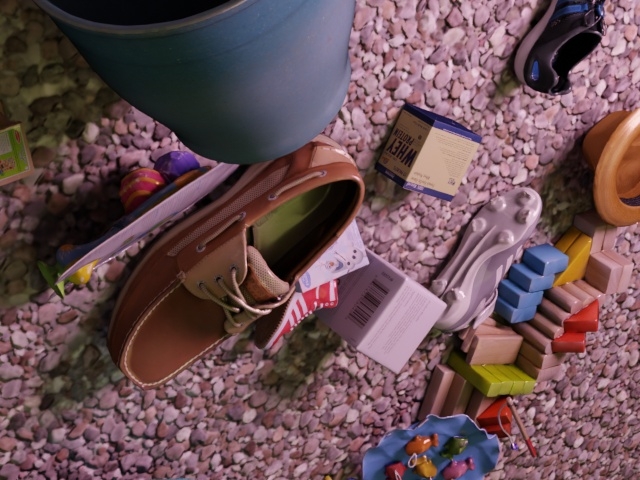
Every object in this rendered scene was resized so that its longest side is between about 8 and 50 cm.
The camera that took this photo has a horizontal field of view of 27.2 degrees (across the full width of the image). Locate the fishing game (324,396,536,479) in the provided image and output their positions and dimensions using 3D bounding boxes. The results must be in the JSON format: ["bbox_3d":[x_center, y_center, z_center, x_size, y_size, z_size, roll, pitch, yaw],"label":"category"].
[{"bbox_3d":[0.144,0.290,1.688,0.264,0.041,0.189,-22,134,6],"label":"fishing game"}]

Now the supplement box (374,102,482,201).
[{"bbox_3d":[0.121,-0.098,1.484,0.083,0.056,0.083,14,107,-42],"label":"supplement box"}]

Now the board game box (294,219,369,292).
[{"bbox_3d":[0.000,0.000,1.452,0.090,0.020,0.090,-23,101,-26],"label":"board game box"}]

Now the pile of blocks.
[{"bbox_3d":[0.275,0.118,1.695,0.149,0.112,0.362,33,93,-44],"label":"pile of blocks"}]

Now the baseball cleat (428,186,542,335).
[{"bbox_3d":[0.205,0.027,1.629,0.206,0.072,0.109,-49,148,4],"label":"baseball cleat"}]

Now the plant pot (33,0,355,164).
[{"bbox_3d":[-0.089,-0.205,1.135,0.271,0.271,0.255,-40,148,-11],"label":"plant pot"}]

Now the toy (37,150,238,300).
[{"bbox_3d":[-0.174,-0.036,1.275,0.237,0.137,0.056,-40,91,-19],"label":"toy"}]

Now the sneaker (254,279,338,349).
[{"bbox_3d":[-0.024,0.078,1.491,0.067,0.042,0.118,25,97,-40],"label":"sneaker"}]

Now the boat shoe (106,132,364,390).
[{"bbox_3d":[-0.084,0.022,1.342,0.324,0.120,0.122,-48,121,-2],"label":"boat shoe"}]

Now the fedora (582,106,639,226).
[{"bbox_3d":[0.390,-0.110,1.667,0.194,0.079,0.194,-25,131,-31],"label":"fedora"}]

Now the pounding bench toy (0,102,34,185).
[{"bbox_3d":[-0.295,-0.098,1.160,0.052,0.065,0.083,-23,128,-23],"label":"pounding bench toy"}]

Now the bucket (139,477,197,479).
[{"bbox_3d":[-0.204,0.380,1.389,0.183,0.281,0.281,2,115,-44],"label":"bucket"}]

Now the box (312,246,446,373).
[{"bbox_3d":[0.067,0.078,1.519,0.087,0.102,0.101,33,93,-42],"label":"box"}]

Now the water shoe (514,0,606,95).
[{"bbox_3d":[0.303,-0.257,1.510,0.073,0.080,0.203,19,104,-43],"label":"water shoe"}]
